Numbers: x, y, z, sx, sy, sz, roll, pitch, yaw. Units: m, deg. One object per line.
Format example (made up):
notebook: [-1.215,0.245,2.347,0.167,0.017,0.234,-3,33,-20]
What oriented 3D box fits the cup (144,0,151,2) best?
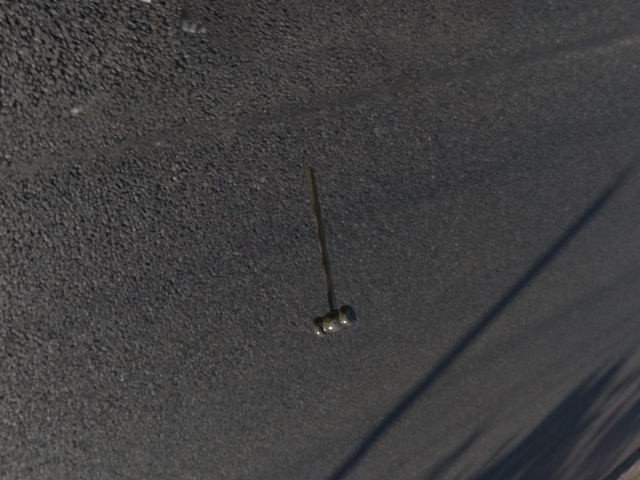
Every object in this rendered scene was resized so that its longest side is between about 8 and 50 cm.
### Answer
cup: [-0.393,-0.517,0.654,0.371,0.253,0.253,5,116,-23]

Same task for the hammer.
hammer: [0.000,0.000,0.695,0.058,0.292,0.029,-26,144,23]
